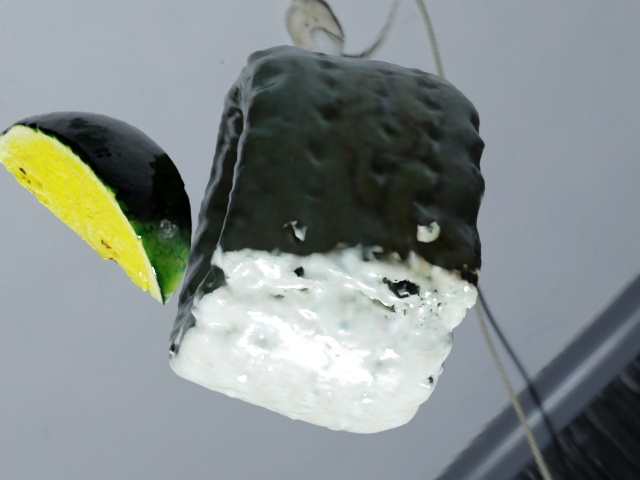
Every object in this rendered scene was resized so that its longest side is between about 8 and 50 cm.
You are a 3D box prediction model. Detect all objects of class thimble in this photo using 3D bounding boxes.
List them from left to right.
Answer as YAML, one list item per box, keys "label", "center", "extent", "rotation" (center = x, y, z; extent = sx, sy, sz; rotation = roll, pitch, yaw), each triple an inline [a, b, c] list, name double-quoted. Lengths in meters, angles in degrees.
- label: "thimble"
  center: [0.000, 0.000, 0.947]
  extent: [0.195, 0.291, 0.291]
  rotation: [13, 112, -8]

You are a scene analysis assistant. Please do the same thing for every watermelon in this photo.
- label: "watermelon"
  center: [-0.163, -0.041, 0.856]
  extent: [0.092, 0.181, 0.075]
  rotation: [-52, 162, 12]
